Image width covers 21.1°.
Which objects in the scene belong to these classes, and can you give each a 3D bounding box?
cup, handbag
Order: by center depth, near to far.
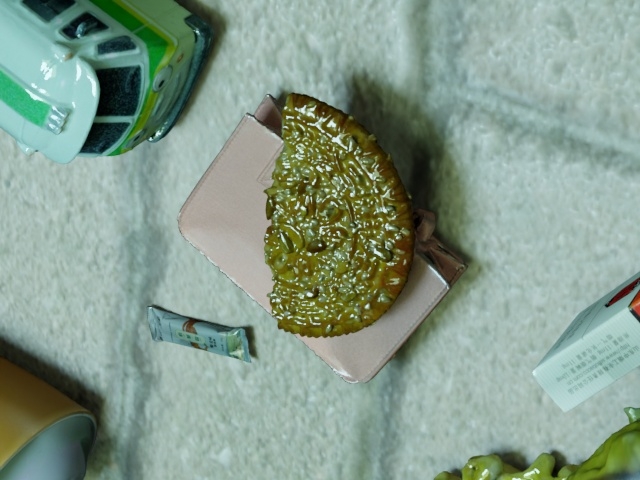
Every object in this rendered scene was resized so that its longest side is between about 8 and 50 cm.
[{"bbox_3d":[0.000,0.000,1.384,0.212,0.059,0.157,41,130,5],"label":"handbag"},{"bbox_3d":[-0.349,0.180,1.647,0.264,0.182,0.226,38,160,18],"label":"cup"}]

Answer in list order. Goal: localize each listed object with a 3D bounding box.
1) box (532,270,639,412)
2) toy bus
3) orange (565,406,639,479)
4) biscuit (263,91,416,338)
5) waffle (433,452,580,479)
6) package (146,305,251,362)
[{"bbox_3d":[0.233,0.054,1.239,0.048,0.100,0.152,50,129,-3],"label":"box"},{"bbox_3d":[-0.242,-0.180,1.372,0.276,0.165,0.133,37,129,11],"label":"toy bus"},{"bbox_3d":[0.303,0.227,1.207,0.271,0.210,0.368,16,139,15],"label":"orange"},{"bbox_3d":[0.013,-0.008,1.316,0.126,0.025,0.206,15,120,24],"label":"biscuit"},{"bbox_3d":[0.177,0.290,1.428,0.253,0.056,0.249,-33,94,37],"label":"waffle"},{"bbox_3d":[-0.108,0.083,1.522,0.110,0.015,0.037,10,125,29],"label":"package"}]
